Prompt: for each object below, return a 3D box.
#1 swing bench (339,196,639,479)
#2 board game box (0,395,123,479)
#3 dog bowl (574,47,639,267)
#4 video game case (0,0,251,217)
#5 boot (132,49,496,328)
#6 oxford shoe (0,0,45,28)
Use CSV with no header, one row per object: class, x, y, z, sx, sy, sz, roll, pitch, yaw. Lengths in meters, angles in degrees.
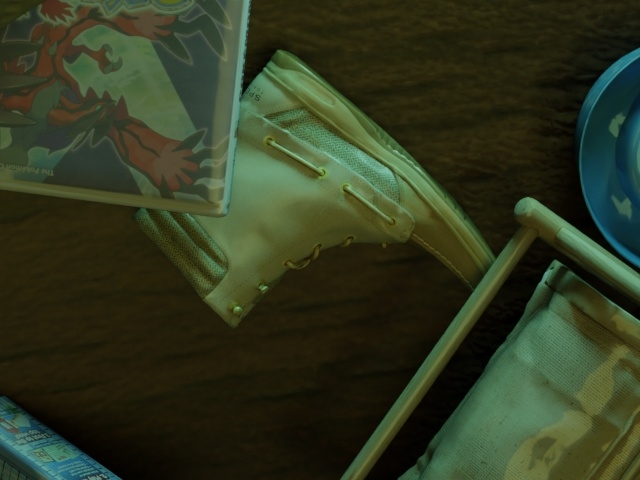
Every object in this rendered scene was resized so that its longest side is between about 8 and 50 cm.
swing bench,0.178,0.150,1.289,0.255,0.165,0.253,31,97,-47
board game box,-0.166,0.224,1.265,0.194,0.060,0.194,17,102,27
dog bowl,0.306,-0.093,1.311,0.297,0.074,0.166,-28,105,-1
video game case,-0.148,-0.117,1.229,0.201,0.023,0.183,7,99,6
boot,0.000,0.000,1.284,0.213,0.077,0.165,42,93,-10
oxford shoe,-0.257,-0.193,1.158,0.449,0.169,0.130,-24,64,15
